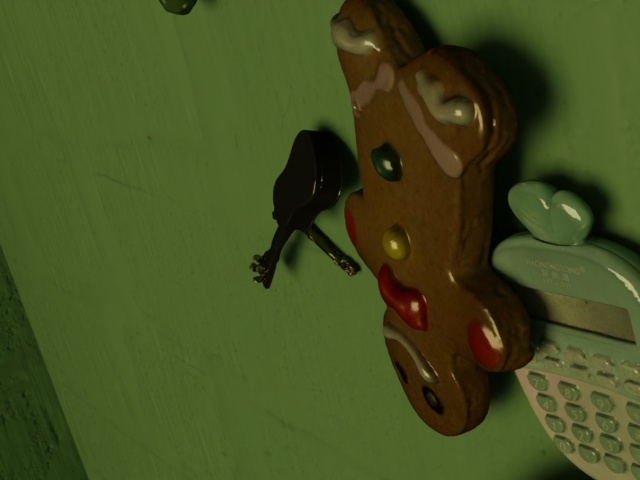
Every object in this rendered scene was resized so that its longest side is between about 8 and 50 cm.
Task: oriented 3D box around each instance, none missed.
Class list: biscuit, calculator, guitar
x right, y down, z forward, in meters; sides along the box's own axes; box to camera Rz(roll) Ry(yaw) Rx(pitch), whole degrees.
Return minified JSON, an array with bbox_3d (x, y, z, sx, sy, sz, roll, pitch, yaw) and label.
[{"bbox_3d":[0.088,0.012,0.918,0.283,0.064,0.432,46,148,50],"label":"biscuit"},{"bbox_3d":[0.223,0.083,0.840,0.184,0.042,0.295,13,127,54],"label":"calculator"},{"bbox_3d":[-0.040,-0.021,1.132,0.271,0.038,0.084,123,143,-52],"label":"guitar"}]

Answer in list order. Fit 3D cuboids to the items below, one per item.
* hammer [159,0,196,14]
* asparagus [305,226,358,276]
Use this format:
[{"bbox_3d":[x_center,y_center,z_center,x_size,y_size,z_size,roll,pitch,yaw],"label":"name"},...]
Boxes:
[{"bbox_3d":[-0.160,-0.377,1.018,0.206,0.118,0.336,40,150,35],"label":"hammer"},{"bbox_3d":[0.000,0.000,1.149,0.127,0.015,0.018,44,146,30],"label":"asparagus"}]
